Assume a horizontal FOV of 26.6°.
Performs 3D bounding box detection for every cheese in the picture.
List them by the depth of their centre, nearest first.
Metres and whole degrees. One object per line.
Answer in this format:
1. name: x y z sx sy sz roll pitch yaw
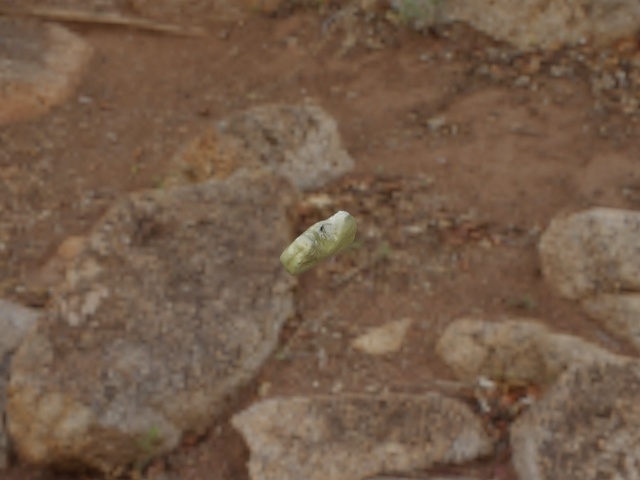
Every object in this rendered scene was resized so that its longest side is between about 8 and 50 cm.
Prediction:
1. cheese: 0.000 0.000 1.165 0.030 0.044 0.083 48 46 13
